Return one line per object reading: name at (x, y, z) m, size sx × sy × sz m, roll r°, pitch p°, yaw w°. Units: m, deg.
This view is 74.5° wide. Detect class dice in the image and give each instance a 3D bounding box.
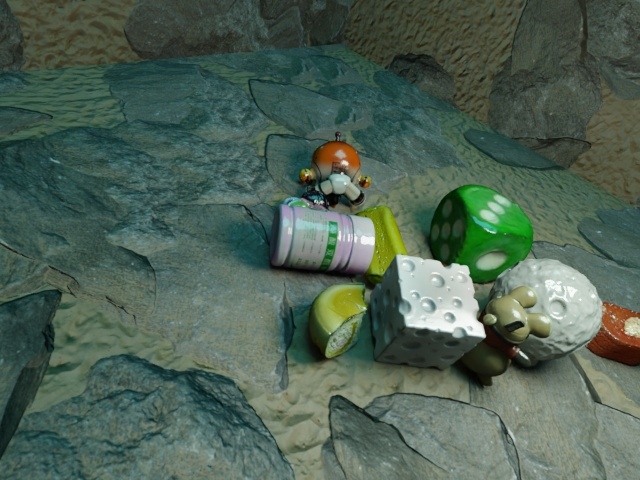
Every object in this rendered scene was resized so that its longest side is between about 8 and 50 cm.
dice at (0.622, -0.025, 1.665) m, size 0.297 × 0.287 × 0.300 m, roll 7°, pitch 42°, yaw -15°

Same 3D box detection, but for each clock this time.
clock at (-0.047, -0.115, 1.637) m, size 0.193 × 0.100 × 0.196 m, roll 2°, pitch 41°, yaw -18°

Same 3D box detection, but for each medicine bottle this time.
medicine bottle at (0.000, 0.000, 1.438) m, size 0.325 × 0.212 × 0.212 m, roll 8°, pitch 41°, yaw -15°

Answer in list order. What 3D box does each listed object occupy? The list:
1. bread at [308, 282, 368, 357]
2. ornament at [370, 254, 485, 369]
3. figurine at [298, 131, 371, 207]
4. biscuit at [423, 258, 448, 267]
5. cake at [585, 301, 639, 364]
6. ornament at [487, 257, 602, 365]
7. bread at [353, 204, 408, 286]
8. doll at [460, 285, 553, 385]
bread at (0.049, 0.226, 1.259) m, size 0.156 × 0.158 × 0.260 m, roll 34°, pitch 41°, yaw 32°
ornament at (0.304, 0.219, 1.263) m, size 0.239 × 0.239 × 0.240 m, roll 9°, pitch 50°, yaw -10°
figurine at (0.068, -0.304, 1.823) m, size 0.319 × 0.196 × 0.323 m, roll 4°, pitch 52°, yaw -9°
biscuit at (0.425, 0.143, 1.510) m, size 0.212 × 0.036 × 0.212 m, roll 13°, pitch 41°, yaw -12°
cake at (1.106, 0.350, 1.554) m, size 0.282 × 0.151 × 0.177 m, roll 21°, pitch 51°, yaw 1°
ornament at (0.719, 0.217, 1.385) m, size 0.336 × 0.337 × 0.337 m, roll 12°, pitch 40°, yaw -10°
bread at (0.226, 0.021, 1.575) m, size 0.166 × 0.112 × 0.384 m, roll -12°, pitch 43°, yaw 3°
doll at (0.516, 0.278, 1.242) m, size 0.174 × 0.330 × 0.235 m, roll -4°, pitch 51°, yaw -20°
